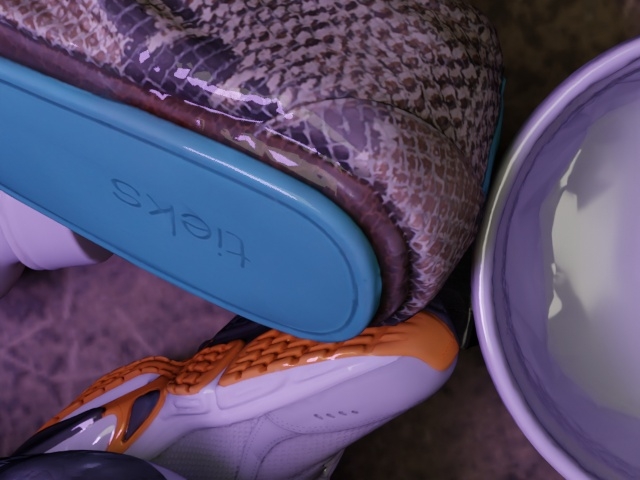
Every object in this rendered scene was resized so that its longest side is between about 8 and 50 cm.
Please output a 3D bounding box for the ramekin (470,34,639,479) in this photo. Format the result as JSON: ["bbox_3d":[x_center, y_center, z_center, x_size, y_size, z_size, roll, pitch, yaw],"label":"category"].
[{"bbox_3d":[0.163,0.012,0.822,0.207,0.109,0.207,0,94,2],"label":"ramekin"}]

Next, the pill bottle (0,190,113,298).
[{"bbox_3d":[-0.209,-0.023,0.938,0.222,0.124,0.124,-4,89,16],"label":"pill bottle"}]

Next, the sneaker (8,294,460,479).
[{"bbox_3d":[-0.024,0.097,0.881,0.262,0.099,0.121,-25,103,43],"label":"sneaker"}]

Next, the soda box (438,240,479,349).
[{"bbox_3d":[0.000,0.000,0.916,0.169,0.053,0.060,16,95,16],"label":"soda box"}]

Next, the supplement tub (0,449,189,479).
[{"bbox_3d":[-0.155,0.196,0.832,0.338,0.207,0.207,-11,87,38],"label":"supplement tub"}]

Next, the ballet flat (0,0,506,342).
[{"bbox_3d":[-0.153,-0.105,0.819,0.483,0.164,0.182,18,54,10],"label":"ballet flat"}]
